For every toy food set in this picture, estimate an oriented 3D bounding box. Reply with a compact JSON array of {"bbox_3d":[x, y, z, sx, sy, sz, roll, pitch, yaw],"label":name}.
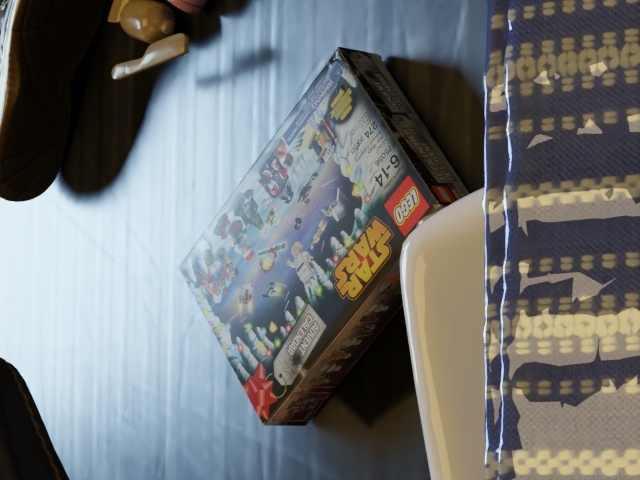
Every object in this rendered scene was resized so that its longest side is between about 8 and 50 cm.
[{"bbox_3d":[-0.072,-0.137,0.921,0.078,0.019,0.122,-14,68,46],"label":"toy food set"}]

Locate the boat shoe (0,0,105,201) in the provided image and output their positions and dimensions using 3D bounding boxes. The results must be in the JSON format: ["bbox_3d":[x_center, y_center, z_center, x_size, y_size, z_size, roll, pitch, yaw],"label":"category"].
[{"bbox_3d":[-0.148,-0.097,0.971,0.049,0.056,0.152,29,108,40],"label":"boat shoe"}]

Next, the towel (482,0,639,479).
[{"bbox_3d":[0.149,0.030,0.470,0.243,0.040,0.336,-7,74,34],"label":"towel"}]

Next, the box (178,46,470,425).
[{"bbox_3d":[0.000,0.000,0.820,0.137,0.027,0.094,-53,52,30],"label":"box"}]

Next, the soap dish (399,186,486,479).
[{"bbox_3d":[0.148,0.096,0.581,0.229,0.118,0.291,-26,68,44],"label":"soap dish"}]

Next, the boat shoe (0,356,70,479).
[{"bbox_3d":[-0.106,0.218,0.844,0.132,0.130,0.355,-31,70,46],"label":"boat shoe"}]
